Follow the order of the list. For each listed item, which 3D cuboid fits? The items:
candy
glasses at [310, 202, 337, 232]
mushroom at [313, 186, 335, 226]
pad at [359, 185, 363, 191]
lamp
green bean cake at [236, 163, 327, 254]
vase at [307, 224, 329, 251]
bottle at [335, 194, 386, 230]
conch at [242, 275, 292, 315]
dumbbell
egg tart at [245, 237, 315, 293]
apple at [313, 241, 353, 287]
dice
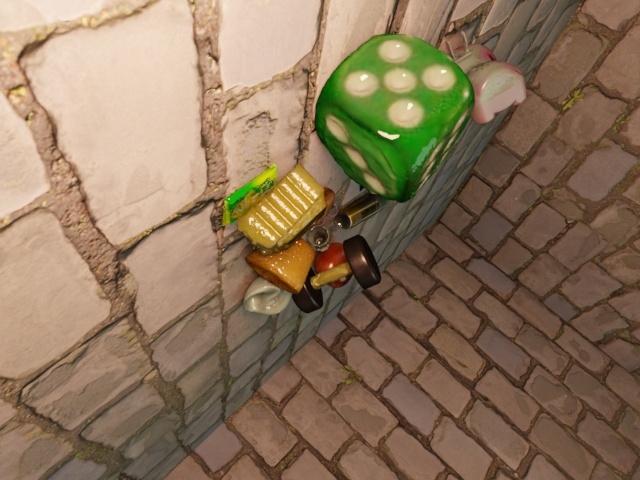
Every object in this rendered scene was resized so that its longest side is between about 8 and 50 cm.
[{"bbox_3d":[-0.171,-0.108,1.088,0.178,0.032,0.102,-40,162,-26],"label":"candy"},{"bbox_3d":[-0.010,-0.079,1.581,0.140,0.063,0.104,-37,-177,-32],"label":"glasses"},{"bbox_3d":[-0.022,-0.101,1.419,0.209,0.072,0.094,-39,153,-27],"label":"mushroom"},{"bbox_3d":[0.226,-0.289,1.741,0.211,0.003,0.143,-45,164,-12],"label":"pad"},{"bbox_3d":[0.485,-0.526,1.416,0.247,0.301,0.247,-33,125,8],"label":"lamp"},{"bbox_3d":[-0.094,-0.059,1.147,0.233,0.124,0.236,-43,178,-7],"label":"green bean cake"},{"bbox_3d":[0.000,0.000,1.704,0.081,0.081,0.149,-46,166,-6],"label":"vase"},{"bbox_3d":[0.174,-0.124,1.845,0.286,0.082,0.082,-29,155,-47],"label":"bottle"},{"bbox_3d":[-0.191,0.187,1.558,0.185,0.121,0.221,-38,154,-18],"label":"conch"},{"bbox_3d":[0.048,0.127,1.687,0.322,0.204,0.203,-24,168,12],"label":"dumbbell"},{"bbox_3d":[-0.116,0.056,1.370,0.147,0.202,0.202,-59,167,-15],"label":"egg tart"},{"bbox_3d":[0.065,0.102,1.937,0.199,0.199,0.199,-43,163,-17],"label":"apple"},{"bbox_3d":[0.180,-0.292,1.098,0.287,0.300,0.297,-46,163,-14],"label":"dice"}]
